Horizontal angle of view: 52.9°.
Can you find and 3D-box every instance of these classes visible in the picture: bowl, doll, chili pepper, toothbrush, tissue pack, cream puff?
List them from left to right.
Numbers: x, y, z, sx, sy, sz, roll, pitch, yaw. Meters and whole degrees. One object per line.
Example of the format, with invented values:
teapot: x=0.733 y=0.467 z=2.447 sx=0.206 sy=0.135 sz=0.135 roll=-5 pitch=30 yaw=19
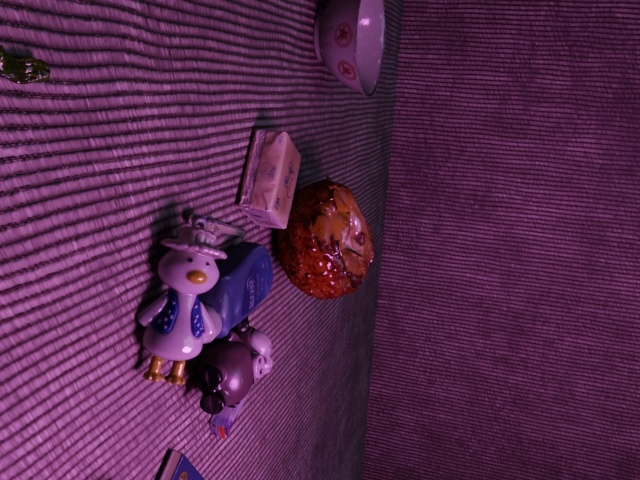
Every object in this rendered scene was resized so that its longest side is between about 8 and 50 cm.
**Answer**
chili pepper: x=-0.355 y=-0.204 z=0.757 sx=0.030 sy=0.034 sz=0.091 roll=65 pitch=16 yaw=7
doll: x=-0.241 y=0.103 z=1.129 sx=0.119 sy=0.138 sz=0.293 roll=-3 pitch=-106 yaw=65
toothbrush: x=-0.211 y=-0.028 z=1.338 sx=0.294 sy=0.028 sz=0.026 roll=23 pitch=76 yaw=-79
doll: x=-0.187 y=0.266 z=1.390 sx=0.257 sy=0.117 sz=0.182 roll=-32 pitch=123 yaw=-66
tissue pack: x=-0.114 y=-0.139 z=1.494 sx=0.148 sy=0.092 sz=0.196 roll=49 pitch=52 yaw=-70
cream puff: x=0.002 y=0.004 z=1.715 sx=0.350 sy=0.229 sz=0.350 roll=37 pitch=45 yaw=-50
bowl: x=0.074 y=-0.580 z=1.817 sx=0.337 sy=0.157 sz=0.337 roll=7 pitch=90 yaw=-74

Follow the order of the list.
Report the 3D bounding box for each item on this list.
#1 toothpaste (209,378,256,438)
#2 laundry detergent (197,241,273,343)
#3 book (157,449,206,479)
toothpaste: x=-0.204 y=0.373 z=1.523 sx=0.196 sy=0.040 sz=0.047 roll=-62 pitch=157 yaw=-51
laundry detergent: x=-0.191 y=0.117 z=1.344 sx=0.290 sy=0.094 sz=0.143 roll=-53 pitch=151 yaw=-60
book: x=-0.320 y=0.666 z=1.257 sx=0.300 sy=0.039 sz=0.428 roll=78 pitch=25 yaw=-50
